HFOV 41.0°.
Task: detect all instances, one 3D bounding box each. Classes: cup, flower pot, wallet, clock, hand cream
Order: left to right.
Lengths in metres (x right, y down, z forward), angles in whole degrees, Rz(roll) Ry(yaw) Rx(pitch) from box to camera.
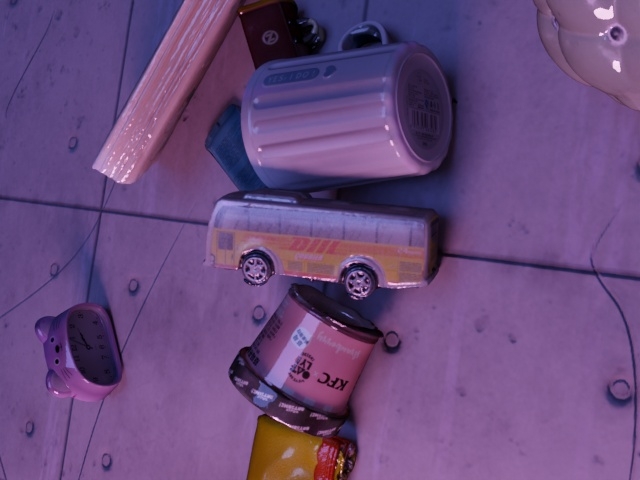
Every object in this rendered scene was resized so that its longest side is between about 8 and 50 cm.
[{"bbox_3d":[-0.371,0.169,1.321,0.050,0.110,0.152,-35,64,34],"label":"clock"},{"bbox_3d":[-0.097,-0.098,1.182,0.083,0.048,0.224,-52,49,22],"label":"hand cream"},{"bbox_3d":[-0.040,0.346,1.049,0.141,0.067,0.241,9,89,38],"label":"wallet"},{"bbox_3d":[0.035,-0.168,0.997,0.202,0.167,0.221,-3,85,37],"label":"cup"},{"bbox_3d":[0.303,-0.229,0.735,0.246,0.246,0.195,-32,63,32],"label":"flower pot"}]

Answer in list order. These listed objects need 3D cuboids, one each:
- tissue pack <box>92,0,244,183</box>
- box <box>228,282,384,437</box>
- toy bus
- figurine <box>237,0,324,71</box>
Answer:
[{"bbox_3d":[-0.204,-0.239,1.212,0.071,0.170,0.325,32,109,-6],"label":"tissue pack"},{"bbox_3d":[-0.011,0.134,1.007,0.151,0.151,0.135,36,98,37],"label":"box"},{"bbox_3d":[0.000,0.000,0.983,0.268,0.092,0.106,6,102,16],"label":"toy bus"},{"bbox_3d":[-0.038,-0.251,1.137,0.098,0.082,0.154,-24,67,12],"label":"figurine"}]
